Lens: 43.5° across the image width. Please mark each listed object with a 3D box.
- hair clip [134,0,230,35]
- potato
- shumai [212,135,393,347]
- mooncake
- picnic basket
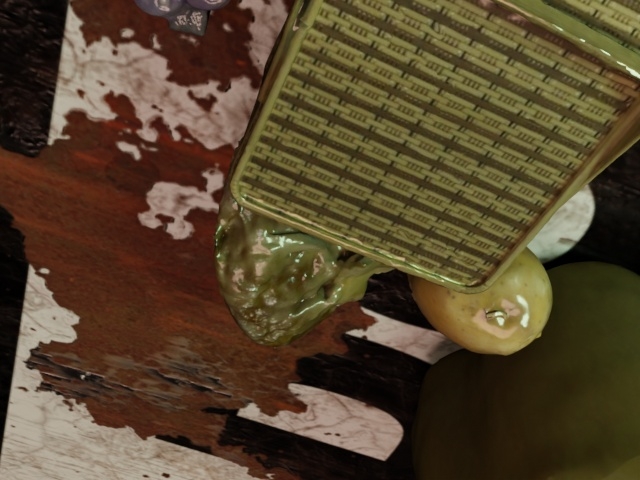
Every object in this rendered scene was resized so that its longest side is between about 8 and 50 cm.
[{"bbox_3d":[-0.082,-0.241,0.574,0.124,0.052,0.195,13,127,4],"label":"hair clip"},{"bbox_3d":[0.137,0.037,0.716,0.118,0.178,0.109,12,99,-10],"label":"potato"},{"bbox_3d":[0.000,0.000,0.708,0.153,0.161,0.209,1,116,13],"label":"shumai"},{"bbox_3d":[0.328,0.241,0.815,0.467,0.262,0.467,3,134,3],"label":"mooncake"},{"bbox_3d":[0.091,-0.136,0.548,0.228,0.175,0.313,23,132,-11],"label":"picnic basket"}]
